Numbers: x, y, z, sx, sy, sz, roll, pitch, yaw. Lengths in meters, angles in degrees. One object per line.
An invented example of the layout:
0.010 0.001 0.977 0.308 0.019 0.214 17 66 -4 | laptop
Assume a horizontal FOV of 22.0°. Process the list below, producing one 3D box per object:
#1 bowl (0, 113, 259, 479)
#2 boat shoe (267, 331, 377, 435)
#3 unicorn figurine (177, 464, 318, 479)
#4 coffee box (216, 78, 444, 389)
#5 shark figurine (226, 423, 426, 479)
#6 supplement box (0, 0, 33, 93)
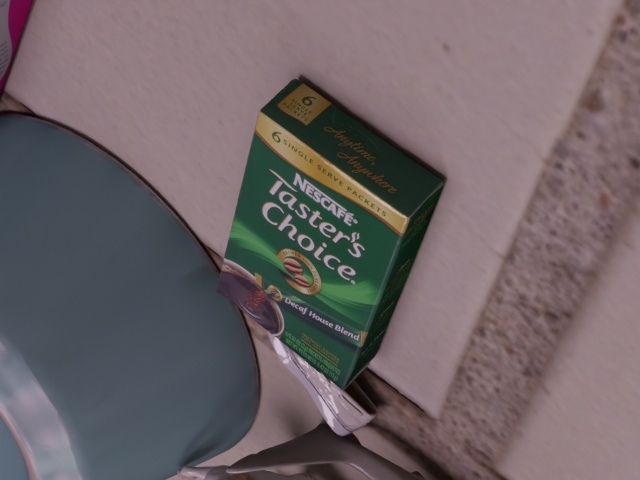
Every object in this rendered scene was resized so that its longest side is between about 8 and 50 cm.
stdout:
-0.213 0.082 1.190 0.311 0.163 0.312 27 141 25 | bowl
0.003 0.081 1.079 0.035 0.035 0.100 -30 98 26 | boat shoe
-0.054 0.181 1.150 0.111 0.162 0.060 -17 81 56 | unicorn figurine
0.000 0.000 0.991 0.113 0.040 0.184 38 144 14 | coffee box
0.071 0.234 1.085 0.166 0.116 0.278 -14 115 50 | shark figurine
-0.265 -0.148 1.064 0.114 0.111 0.220 43 144 6 | supplement box
